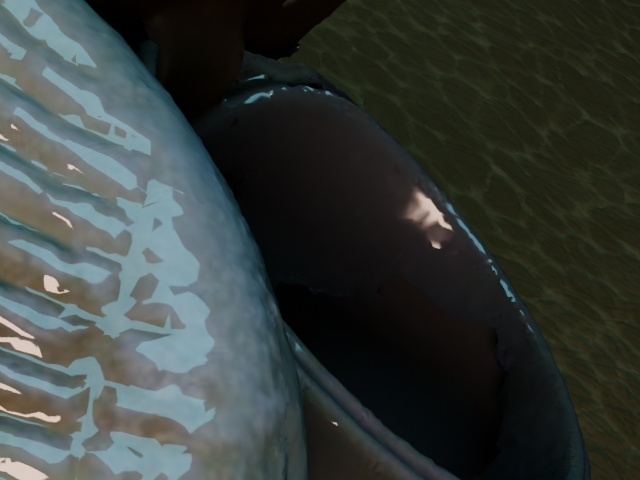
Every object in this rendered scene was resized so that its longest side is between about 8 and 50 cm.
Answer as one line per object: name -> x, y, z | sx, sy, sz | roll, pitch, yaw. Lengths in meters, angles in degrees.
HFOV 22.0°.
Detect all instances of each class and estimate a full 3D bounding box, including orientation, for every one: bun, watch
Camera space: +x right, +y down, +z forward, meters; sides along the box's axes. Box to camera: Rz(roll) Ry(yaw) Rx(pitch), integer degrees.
bun -> -0.167, 0.068, 0.456 | 0.354, 0.194, 0.354 | 6, 67, -15
watch -> -0.033, 0.026, 0.713 | 0.327, 0.314, 0.335 | 54, 19, 6
